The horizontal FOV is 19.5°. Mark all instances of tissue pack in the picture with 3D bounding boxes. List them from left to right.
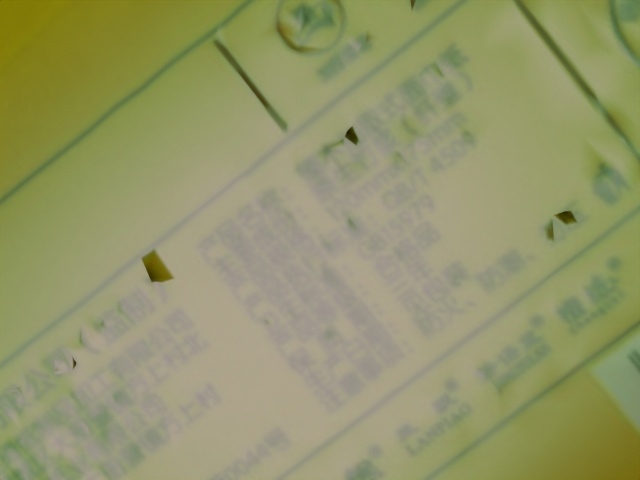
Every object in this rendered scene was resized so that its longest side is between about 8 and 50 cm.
[{"bbox_3d":[0.000,0.000,0.618,0.382,0.228,0.293,-38,96,8],"label":"tissue pack"}]
